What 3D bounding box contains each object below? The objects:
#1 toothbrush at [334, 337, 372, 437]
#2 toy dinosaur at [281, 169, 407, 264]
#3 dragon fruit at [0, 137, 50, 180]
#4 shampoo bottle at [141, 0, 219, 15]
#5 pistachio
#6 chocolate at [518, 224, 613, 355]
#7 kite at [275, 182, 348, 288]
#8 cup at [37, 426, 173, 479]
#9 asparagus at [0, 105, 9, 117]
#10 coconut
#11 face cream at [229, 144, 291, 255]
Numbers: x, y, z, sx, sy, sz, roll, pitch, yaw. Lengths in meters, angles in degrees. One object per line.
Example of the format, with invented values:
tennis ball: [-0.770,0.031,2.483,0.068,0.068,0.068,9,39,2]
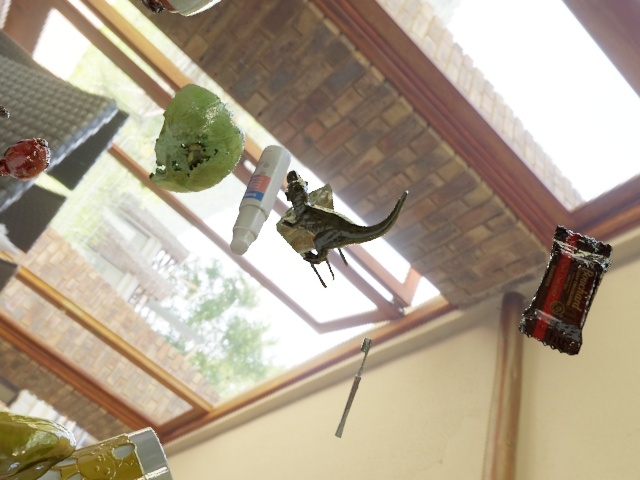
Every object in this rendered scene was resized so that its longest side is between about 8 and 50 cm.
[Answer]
toothbrush: [0.064,0.278,1.135,0.014,0.017,0.194,146,-37,-75]
toy dinosaur: [0.014,-0.050,0.917,0.087,0.187,0.179,-47,174,-42]
dragon fruit: [-0.725,-0.178,1.413,0.190,0.094,0.094,-22,-160,6]
shampoo bottle: [-0.228,-0.440,0.968,0.071,0.153,0.284,-40,-161,-34]
pistachio: [-0.447,0.291,0.834,0.110,0.189,0.100,140,-35,-68]
chocolate: [0.326,0.064,0.789,0.182,0.086,0.028,-62,165,-23]
kite: [0.002,0.002,1.095,0.127,0.229,0.016,-39,-134,-11]
cup: [-0.359,0.445,0.997,0.226,0.185,0.241,-19,-142,-29]
asparagus: [-0.664,-0.252,1.082,0.024,0.248,0.025,-59,156,-52]
coconut: [-0.165,-0.129,0.814,0.055,0.133,0.158,-115,-150,-58]
face cream: [-0.064,-0.042,0.617,0.034,0.034,0.130,-29,-145,48]
